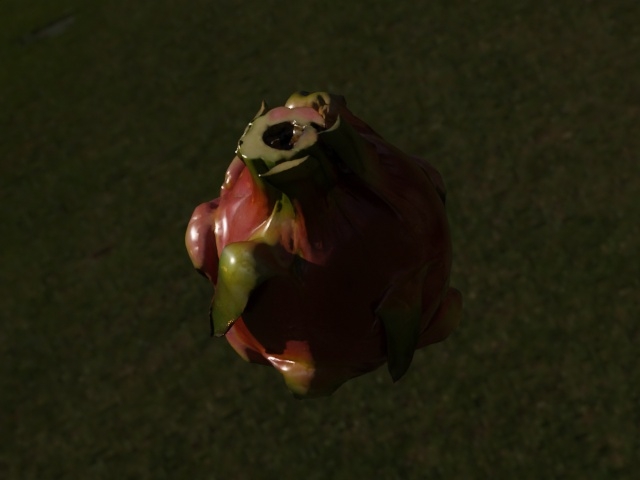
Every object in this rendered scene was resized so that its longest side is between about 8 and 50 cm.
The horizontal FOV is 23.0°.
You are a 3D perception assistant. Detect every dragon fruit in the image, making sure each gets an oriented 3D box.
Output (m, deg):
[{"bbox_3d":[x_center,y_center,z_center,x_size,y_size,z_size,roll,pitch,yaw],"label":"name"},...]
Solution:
[{"bbox_3d":[0.001,-0.002,0.490,0.081,0.116,0.086,21,52,25],"label":"dragon fruit"}]
